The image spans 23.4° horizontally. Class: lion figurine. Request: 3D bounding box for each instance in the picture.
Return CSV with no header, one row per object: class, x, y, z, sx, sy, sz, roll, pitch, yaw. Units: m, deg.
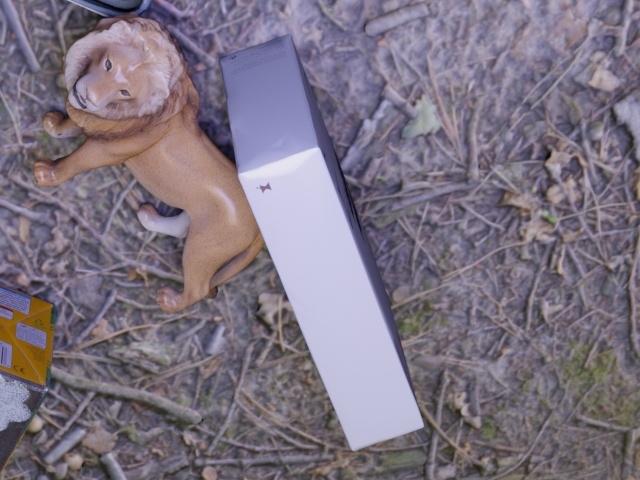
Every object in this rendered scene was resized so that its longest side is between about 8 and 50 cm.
lion figurine,-0.162,-0.081,1.709,0.240,0.142,0.392,-22,131,32

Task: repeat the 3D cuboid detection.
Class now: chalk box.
chalk box,-0.460,0.199,1.859,0.180,0.179,0.289,24,117,-20

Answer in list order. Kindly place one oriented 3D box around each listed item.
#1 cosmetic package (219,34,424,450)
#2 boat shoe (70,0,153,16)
cosmetic package,0.000,0.000,1.722,0.097,0.284,0.377,-18,122,5
boat shoe,-0.301,-0.333,1.595,0.319,0.099,0.116,32,113,-22
